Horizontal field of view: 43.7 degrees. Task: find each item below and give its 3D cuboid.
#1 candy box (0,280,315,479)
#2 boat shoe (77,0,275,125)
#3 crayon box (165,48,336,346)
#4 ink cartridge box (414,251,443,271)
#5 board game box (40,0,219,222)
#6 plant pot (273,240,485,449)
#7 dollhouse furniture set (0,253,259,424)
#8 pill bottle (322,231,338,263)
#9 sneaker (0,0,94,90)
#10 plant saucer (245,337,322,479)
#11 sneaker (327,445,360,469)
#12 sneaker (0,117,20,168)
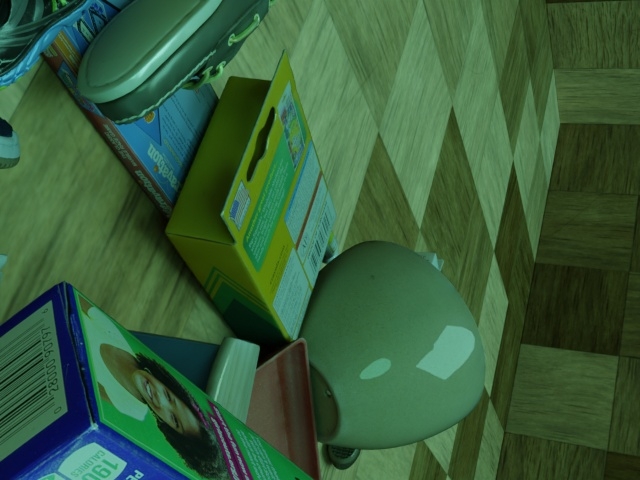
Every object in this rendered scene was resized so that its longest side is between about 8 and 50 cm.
[{"bbox_3d":[-0.139,0.217,0.477,0.317,0.268,0.122,49,6,-41],"label":"candy box"},{"bbox_3d":[-0.112,-0.194,0.723,0.305,0.109,0.091,-68,146,-42],"label":"boat shoe"},{"bbox_3d":[-0.070,-0.035,0.897,0.323,0.083,0.203,72,32,-59],"label":"crayon box"},{"bbox_3d":[0.148,0.075,1.422,0.061,0.104,0.181,72,32,-42],"label":"ink cartridge box"},{"bbox_3d":[-0.167,-0.147,0.775,0.281,0.027,0.145,63,38,-50],"label":"board game box"},{"bbox_3d":[0.047,0.165,1.060,0.191,0.284,0.284,-27,121,-39],"label":"plant pot"},{"bbox_3d":[-0.215,0.148,0.521,0.303,0.198,0.286,33,64,-62],"label":"dollhouse furniture set"},{"bbox_3d":[0.000,0.000,1.154,0.083,0.043,0.043,61,41,-52],"label":"pill bottle"},{"bbox_3d":[-0.222,-0.193,0.595,0.078,0.067,0.188,73,35,-52],"label":"sneaker"},{"bbox_3d":[-0.102,0.272,0.923,0.258,0.048,0.259,-31,124,-44],"label":"plant saucer"},{"bbox_3d":[0.057,0.293,1.338,0.071,0.066,0.188,90,24,-55],"label":"sneaker"},{"bbox_3d":[-0.263,-0.123,0.451,0.282,0.099,0.153,3,88,-79],"label":"sneaker"}]
